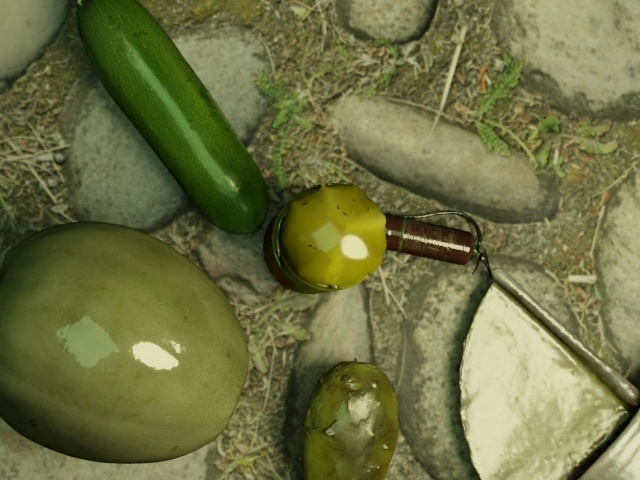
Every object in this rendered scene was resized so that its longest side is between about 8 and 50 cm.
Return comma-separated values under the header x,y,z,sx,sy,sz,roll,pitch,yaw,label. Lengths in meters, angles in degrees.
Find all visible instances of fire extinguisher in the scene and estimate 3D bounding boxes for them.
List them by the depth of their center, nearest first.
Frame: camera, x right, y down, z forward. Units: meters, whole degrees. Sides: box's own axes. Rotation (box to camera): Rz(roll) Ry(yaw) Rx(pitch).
x,y,z,sx,sy,sz,roll,pitch,yaw,label
0.139,-0.006,1.240,0.157,0.045,0.078,12,71,-5,fire extinguisher

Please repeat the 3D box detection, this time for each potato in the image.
x,y,z,sx,sy,sz,roll,pitch,yaw,label
0.032,0.252,1.200,0.117,0.090,0.225,4,95,-12,potato

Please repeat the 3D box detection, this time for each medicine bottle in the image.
x,y,z,sx,sy,sz,roll,pitch,yaw,label
0.000,0.000,1.127,0.124,0.239,0.124,0,86,-7,medicine bottle

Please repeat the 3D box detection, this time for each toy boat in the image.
x,y,z,sx,sy,sz,roll,pitch,yaw,label
0.292,0.217,1.231,0.293,0.111,0.276,23,87,8,toy boat

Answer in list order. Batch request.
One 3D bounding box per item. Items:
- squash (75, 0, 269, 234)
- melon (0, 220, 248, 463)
x,y,z,sx,sy,sz,roll,pitch,yaw,label
-0.183,-0.165,1.182,0.101,0.101,0.378,-34,91,-6,squash
-0.230,0.114,1.096,0.272,0.272,0.308,-43,110,-5,melon
